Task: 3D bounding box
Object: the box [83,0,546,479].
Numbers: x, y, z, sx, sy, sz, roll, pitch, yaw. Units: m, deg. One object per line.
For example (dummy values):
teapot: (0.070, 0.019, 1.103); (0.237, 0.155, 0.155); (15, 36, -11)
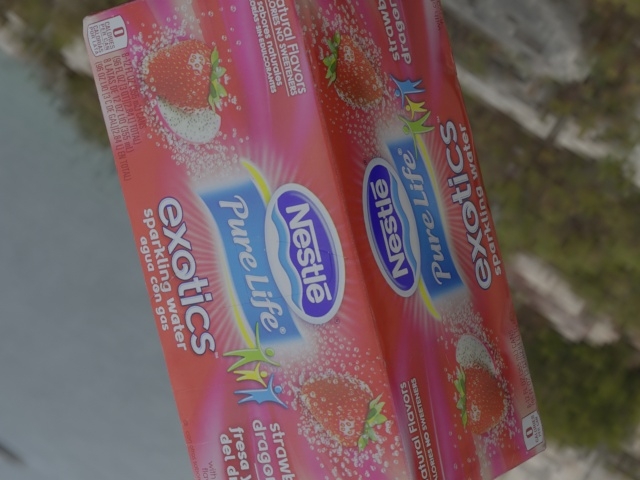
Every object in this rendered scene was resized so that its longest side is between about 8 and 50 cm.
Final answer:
box: (0.000, 0.000, 0.827); (0.122, 0.128, 0.257); (-12, 93, 35)
